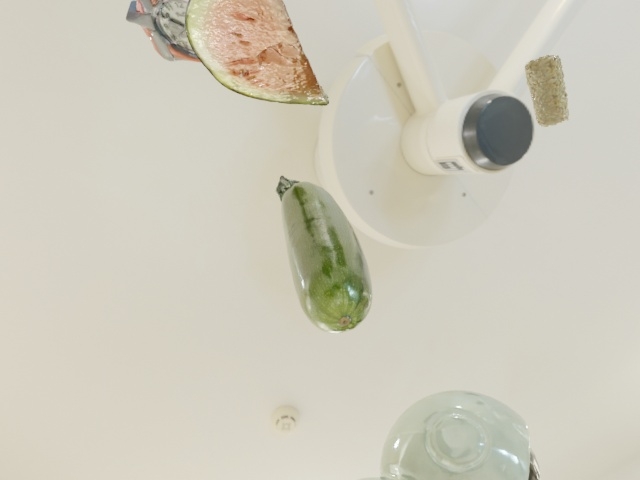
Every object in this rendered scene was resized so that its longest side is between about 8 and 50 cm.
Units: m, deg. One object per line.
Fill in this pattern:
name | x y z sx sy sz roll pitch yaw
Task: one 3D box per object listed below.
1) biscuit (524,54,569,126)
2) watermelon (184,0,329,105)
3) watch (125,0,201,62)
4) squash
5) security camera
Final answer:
biscuit | 0.540 -0.356 1.128 0.070 0.082 0.168 -45 -59 -43
watermelon | -0.051 -0.172 0.373 0.087 0.163 0.068 0 -105 14
watch | -0.232 -0.524 0.898 0.242 0.305 0.274 6 -124 15
squash | 0.000 0.000 0.440 0.066 0.252 0.066 -5 -60 -8
security camera | 0.140 0.278 0.522 0.236 0.195 0.194 -43 -72 -29
